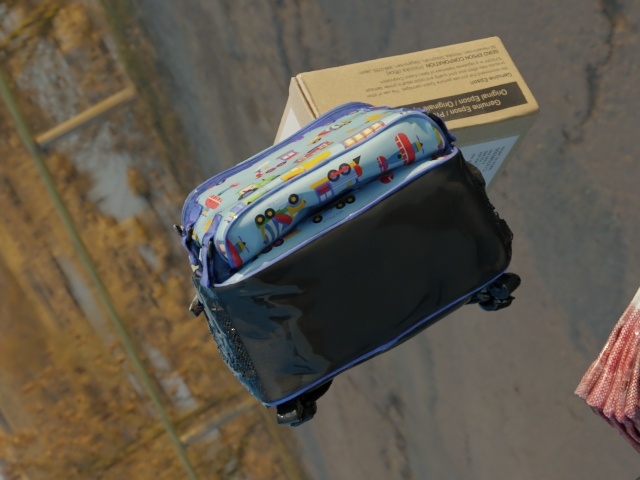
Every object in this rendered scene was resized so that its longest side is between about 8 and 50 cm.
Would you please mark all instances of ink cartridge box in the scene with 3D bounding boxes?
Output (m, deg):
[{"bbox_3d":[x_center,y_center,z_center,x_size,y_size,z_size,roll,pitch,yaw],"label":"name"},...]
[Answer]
[{"bbox_3d":[0.054,-0.058,1.090,0.088,0.193,0.235,64,156,23],"label":"ink cartridge box"}]

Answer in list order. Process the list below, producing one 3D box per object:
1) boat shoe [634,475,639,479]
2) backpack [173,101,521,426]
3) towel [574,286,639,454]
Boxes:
[{"bbox_3d":[0.099,0.176,0.660,0.070,0.219,0.078,55,178,22],"label":"boat shoe"},{"bbox_3d":[0.000,0.000,0.671,0.117,0.158,0.173,63,171,-15],"label":"backpack"},{"bbox_3d":[0.288,0.001,0.718,0.037,0.329,0.237,27,172,45],"label":"towel"}]
